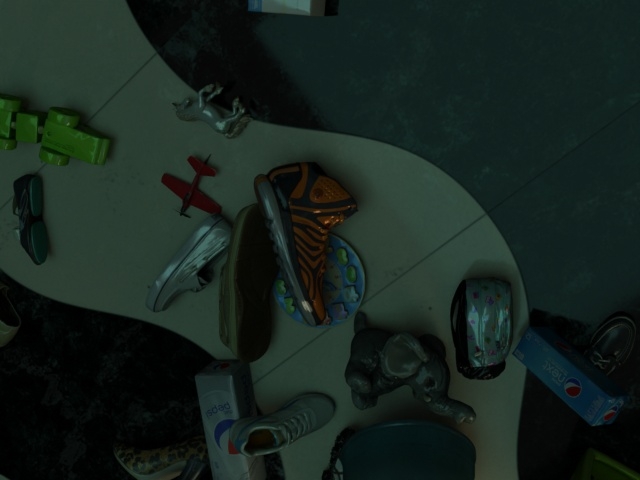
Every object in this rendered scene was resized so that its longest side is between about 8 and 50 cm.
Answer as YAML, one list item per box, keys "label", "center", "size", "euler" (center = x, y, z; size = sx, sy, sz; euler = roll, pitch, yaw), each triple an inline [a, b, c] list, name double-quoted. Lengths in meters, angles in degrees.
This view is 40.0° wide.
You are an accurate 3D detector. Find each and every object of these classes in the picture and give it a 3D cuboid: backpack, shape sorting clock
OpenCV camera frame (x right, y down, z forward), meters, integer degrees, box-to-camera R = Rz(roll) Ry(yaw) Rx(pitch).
- label: "backpack"
  center: [0.309, 0.158, 1.671]
  size: [0.115, 0.152, 0.182]
  euler: [-1, 101, 2]
- label: "shape sorting clock"
  center: [-0.008, 0.081, 1.798]
  size: [0.206, 0.040, 0.206]
  euler: [4, 105, 17]

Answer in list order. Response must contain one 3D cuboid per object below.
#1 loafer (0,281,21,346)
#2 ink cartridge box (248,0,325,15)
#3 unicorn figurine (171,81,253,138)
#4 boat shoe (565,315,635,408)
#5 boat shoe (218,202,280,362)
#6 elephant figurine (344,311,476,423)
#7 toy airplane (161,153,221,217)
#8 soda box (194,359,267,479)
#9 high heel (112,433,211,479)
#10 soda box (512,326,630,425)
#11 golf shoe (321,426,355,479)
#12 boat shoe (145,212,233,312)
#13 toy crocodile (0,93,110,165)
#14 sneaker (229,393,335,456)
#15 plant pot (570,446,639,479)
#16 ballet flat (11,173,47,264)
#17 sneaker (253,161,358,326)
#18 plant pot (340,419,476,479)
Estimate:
- label: "loafer"
  center: [-0.777, 0.116, 2.033]
  size: [0.092, 0.102, 0.269]
  euler: [-24, 104, 21]
- label: "ink cartridge box"
  center: [-0.052, -0.468, 1.645]
  size: [0.143, 0.092, 0.090]
  euler: [10, 107, 16]
- label: "unicorn figurine"
  center: [-0.224, -0.263, 1.771]
  size: [0.162, 0.060, 0.111]
  euler: [42, 112, 5]
- label: "boat shoe"
  center: [0.523, 0.235, 1.650]
  size: [0.075, 0.065, 0.206]
  euler: [33, 111, 8]
- label: "boat shoe"
  center: [-0.162, 0.080, 1.802]
  size: [0.110, 0.121, 0.341]
  euler: [25, 115, 44]
- label: "elephant figurine"
  center: [0.180, 0.247, 1.721]
  size: [0.239, 0.169, 0.186]
  euler: [-10, 115, 26]
- label: "toy airplane"
  center: [-0.263, -0.113, 1.839]
  size: [0.151, 0.028, 0.151]
  euler: [4, 106, 16]
- label: "soda box"
  center: [-0.192, 0.408, 1.912]
  size: [0.091, 0.098, 0.287]
  euler: [-4, 102, 19]
- label: "high heel"
  center: [-0.351, 0.476, 2.013]
  size: [0.261, 0.186, 0.093]
  euler: [24, 156, 39]
- label: "soda box"
  center: [0.456, 0.245, 1.615]
  size: [0.210, 0.071, 0.067]
  euler: [46, 119, 41]
- label: "golf shoe"
  center: [0.058, 0.484, 1.869]
  size: [0.093, 0.077, 0.198]
  euler: [18, 116, 2]
- label: "boat shoe"
  center: [-0.267, 0.065, 1.855]
  size: [0.088, 0.096, 0.267]
  euler: [42, 104, 9]
- label: "toy crocodile"
  center: [-0.606, -0.242, 1.888]
  size: [0.340, 0.105, 0.115]
  euler: [16, 108, 9]
- label: "sneaker"
  center: [-0.071, 0.391, 1.832]
  size: [0.228, 0.092, 0.088]
  euler: [-19, 105, -14]
- label: "plant pot"
  center: [0.543, 0.568, 1.649]
  size: [0.227, 0.228, 0.207]
  euler: [29, 118, 9]
- label: "ballet flat"
  center: [-0.653, -0.046, 1.962]
  size: [0.074, 0.074, 0.203]
  euler: [-1, 97, 18]
- label: "sneaker"
  center: [0.000, 0.000, 1.707]
  size: [0.180, 0.124, 0.321]
  euler: [-19, 105, -9]
- label: "plant pot"
  center: [0.171, 0.522, 1.677]
  size: [0.271, 0.255, 0.272]
  euler: [1, 136, 1]
